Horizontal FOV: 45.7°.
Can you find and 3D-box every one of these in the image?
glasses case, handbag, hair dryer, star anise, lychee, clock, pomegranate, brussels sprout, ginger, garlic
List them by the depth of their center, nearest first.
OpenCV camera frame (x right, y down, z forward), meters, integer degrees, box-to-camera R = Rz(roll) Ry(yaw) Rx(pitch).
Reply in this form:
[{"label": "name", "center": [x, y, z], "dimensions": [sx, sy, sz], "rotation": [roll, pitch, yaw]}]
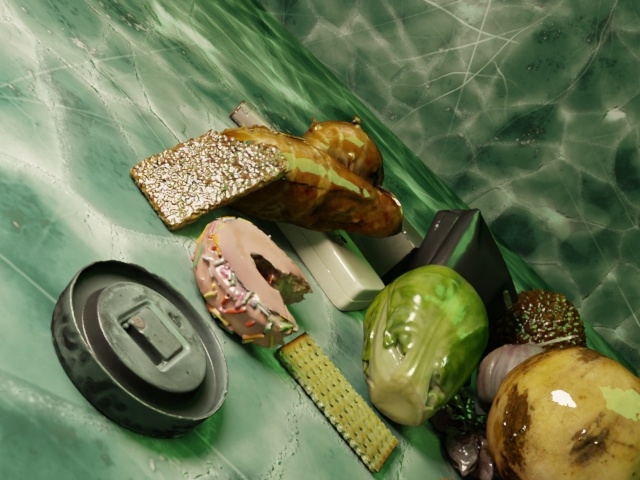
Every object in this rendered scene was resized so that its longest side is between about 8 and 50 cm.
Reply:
[{"label": "clock", "center": [-0.203, 0.121, 0.871], "dimensions": [0.226, 0.049, 0.226], "rotation": [42, 18, -17]}, {"label": "pomegranate", "center": [0.436, 0.326, 1.273], "dimensions": [0.322, 0.322, 0.322], "rotation": [41, 19, -17]}, {"label": "brussels sprout", "center": [0.170, 0.181, 1.304], "dimensions": [0.210, 0.219, 0.271], "rotation": [38, 51, -8]}, {"label": "star anise", "center": [0.270, 0.349, 1.391], "dimensions": [0.197, 0.073, 0.212], "rotation": [17, 36, -51]}, {"label": "ginger", "center": [-0.041, -0.137, 1.417], "dimensions": [0.418, 0.176, 0.254], "rotation": [8, 54, -25]}, {"label": "glasses case", "center": [0.000, 0.000, 1.527], "dimensions": [0.313, 0.070, 0.131], "rotation": [54, 20, 21]}, {"label": "handbag", "center": [0.284, 0.126, 1.588], "dimensions": [0.152, 0.342, 0.288], "rotation": [5, -39, 53]}, {"label": "garlic", "center": [0.468, 0.312, 1.648], "dimensions": [0.256, 0.207, 0.207], "rotation": [-21, 66, -37]}, {"label": "hair dryer", "center": [-0.131, -0.209, 1.704], "dimensions": [0.195, 0.053, 0.220], "rotation": [42, 20, -14]}, {"label": "lychee", "center": [0.520, 0.250, 1.882], "dimensions": [0.267, 0.267, 0.267], "rotation": [41, 19, -17]}]

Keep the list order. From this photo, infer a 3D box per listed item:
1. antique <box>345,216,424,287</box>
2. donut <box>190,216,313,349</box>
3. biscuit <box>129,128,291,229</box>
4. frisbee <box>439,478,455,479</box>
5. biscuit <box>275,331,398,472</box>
[{"label": "antique", "center": [0.144, 0.016, 1.695], "dimensions": [0.152, 0.146, 0.148], "rotation": [53, 17, 21]}, {"label": "donut", "center": [-0.111, 0.058, 1.141], "dimensions": [0.199, 0.085, 0.233], "rotation": [45, 19, -6]}, {"label": "biscuit", "center": [-0.172, -0.115, 1.219], "dimensions": [0.236, 0.026, 0.131], "rotation": [-29, 74, -25]}, {"label": "frisbee", "center": [0.251, 0.454, 1.193], "dimensions": [0.192, 0.035, 0.192], "rotation": [41, 20, -18]}, {"label": "biscuit", "center": [0.027, 0.243, 1.166], "dimensions": [0.231, 0.016, 0.139], "rotation": [49, 18, 9]}]
